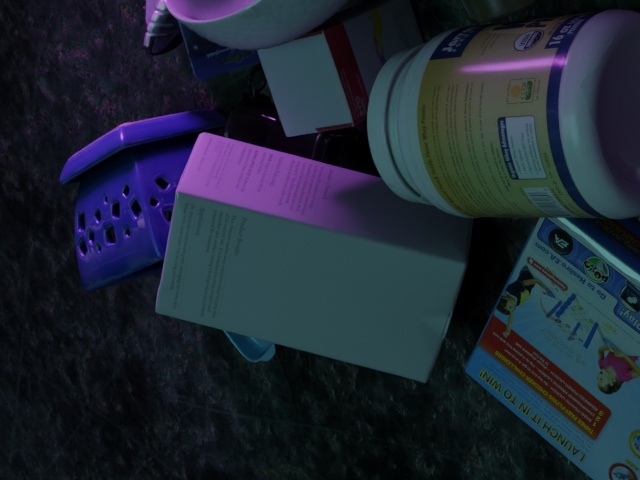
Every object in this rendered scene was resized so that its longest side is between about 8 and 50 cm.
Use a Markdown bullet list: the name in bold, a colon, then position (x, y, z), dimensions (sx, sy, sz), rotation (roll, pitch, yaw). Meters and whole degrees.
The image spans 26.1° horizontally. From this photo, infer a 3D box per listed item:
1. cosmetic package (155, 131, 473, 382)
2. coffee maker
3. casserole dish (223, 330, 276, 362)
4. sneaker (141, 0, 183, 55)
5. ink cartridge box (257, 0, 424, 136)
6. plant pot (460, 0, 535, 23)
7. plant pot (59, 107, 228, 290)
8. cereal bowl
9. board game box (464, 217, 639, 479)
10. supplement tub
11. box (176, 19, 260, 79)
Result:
- **cosmetic package**: position (-0.007, 0.023, 1.822), dimensions (0.385, 0.156, 0.217), rotation (15, 127, -2)
- **coffee maker**: position (-0.040, -0.143, 1.924), dimensions (0.178, 0.120, 0.171), rotation (18, 122, 37)
- **casserole dish**: position (-0.124, 0.107, 2.201), dimensions (0.188, 0.037, 0.114), rotation (52, 138, 12)
- **sneaker**: position (-0.229, -0.393, 2.019), dimensions (0.132, 0.086, 0.229), rotation (46, 126, 24)
- **ink cartridge box**: position (0.035, -0.225, 1.765), dimensions (0.128, 0.176, 0.127), rotation (-5, 110, 46)
- **plant pot**: position (0.198, -0.346, 1.563), dimensions (0.167, 0.167, 0.165), rotation (-11, 111, 47)
- **plant pot**: position (-0.241, -0.068, 2.085), dimensions (0.236, 0.236, 0.212), rotation (-24, 85, 50)
- **cereal bowl**: position (-0.033, -0.371, 1.697), dimensions (0.339, 0.339, 0.141), rotation (0, 152, 45)
- **board game box**: position (0.361, 0.139, 1.698), dimensions (0.308, 0.086, 0.302), rotation (40, 134, 22)
- **supplement tub**: position (0.232, -0.138, 1.575), dimensions (0.316, 0.228, 0.228), rotation (1, 111, 44)
- **box**: position (-0.142, -0.347, 1.915), dimensions (0.036, 0.136, 0.225), rotation (-123, 15, -76)
